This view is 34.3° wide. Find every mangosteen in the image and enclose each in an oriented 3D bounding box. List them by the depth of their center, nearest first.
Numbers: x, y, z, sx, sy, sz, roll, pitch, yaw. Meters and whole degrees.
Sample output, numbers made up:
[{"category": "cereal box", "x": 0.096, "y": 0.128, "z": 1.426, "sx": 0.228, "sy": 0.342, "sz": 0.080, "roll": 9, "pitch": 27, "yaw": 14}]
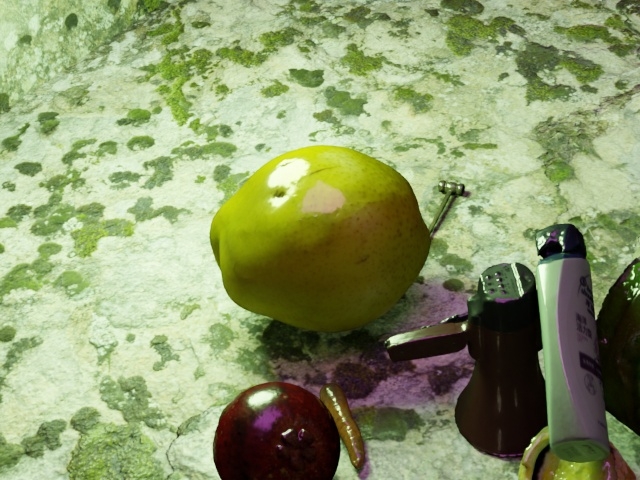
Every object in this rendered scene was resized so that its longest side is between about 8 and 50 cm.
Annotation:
[{"category": "mangosteen", "x": -0.085, "y": 0.341, "z": 1.741, "sx": 0.215, "sy": 0.215, "sz": 0.257, "roll": -28, "pitch": 7, "yaw": -22}]

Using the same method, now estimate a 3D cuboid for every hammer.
[{"category": "hammer", "x": 0.243, "y": -0.035, "z": 2.261, "sx": 0.058, "sy": 0.029, "sz": 0.292, "roll": 9, "pitch": 44, "yaw": 24}]

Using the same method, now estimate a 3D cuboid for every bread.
[{"category": "bread", "x": 0.398, "y": 0.379, "z": 1.598, "sx": 0.197, "sy": 0.170, "sz": 0.197, "roll": -9, "pitch": 54, "yaw": 12}, {"category": "bread", "x": 0.598, "y": 0.145, "z": 1.686, "sx": 0.382, "sy": 0.366, "sz": 0.129, "roll": -37, "pitch": 45, "yaw": -17}]

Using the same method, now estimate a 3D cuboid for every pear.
[{"category": "pear", "x": 0.000, "y": 0.000, "z": 2.002, "sx": 0.419, "sy": 0.362, "sz": 0.362, "roll": -11, "pitch": 39, "yaw": -6}]

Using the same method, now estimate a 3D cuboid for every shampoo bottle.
[{"category": "shampoo bottle", "x": 0.371, "y": 0.142, "z": 1.561, "sx": 0.078, "sy": 0.134, "sz": 0.359, "roll": -15, "pitch": 57, "yaw": 28}]

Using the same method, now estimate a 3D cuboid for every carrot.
[{"category": "carrot", "x": 0.043, "y": 0.329, "z": 1.839, "sx": 0.047, "sy": 0.047, "sz": 0.191, "roll": -17, "pitch": 44, "yaw": -10}]

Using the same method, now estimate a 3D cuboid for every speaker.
[{"category": "speaker", "x": 0.270, "y": 0.187, "z": 1.757, "sx": 0.259, "sy": 0.329, "sz": 0.198, "roll": 3, "pitch": 40, "yaw": 25}]

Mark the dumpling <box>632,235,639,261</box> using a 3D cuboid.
[{"category": "dumpling", "x": 0.668, "y": 0.064, "z": 1.983, "sx": 0.136, "sy": 0.118, "sz": 0.199, "roll": -2, "pitch": 61, "yaw": 12}]
